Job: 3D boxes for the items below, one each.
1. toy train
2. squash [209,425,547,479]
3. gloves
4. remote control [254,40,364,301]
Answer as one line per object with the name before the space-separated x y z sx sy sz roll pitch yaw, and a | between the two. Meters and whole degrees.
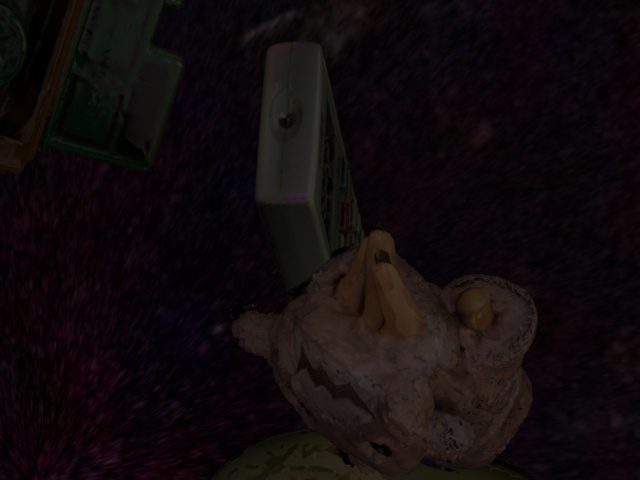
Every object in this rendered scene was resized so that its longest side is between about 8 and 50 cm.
toy train | -0.230 -0.227 1.564 0.249 0.178 0.429 17 93 -32
squash | 0.037 0.269 1.495 0.309 0.210 0.233 25 70 3
gloves | 0.038 0.057 0.750 0.144 0.110 0.094 31 75 -42
remote control | 0.001 0.000 1.360 0.050 0.344 0.145 -2 60 8
